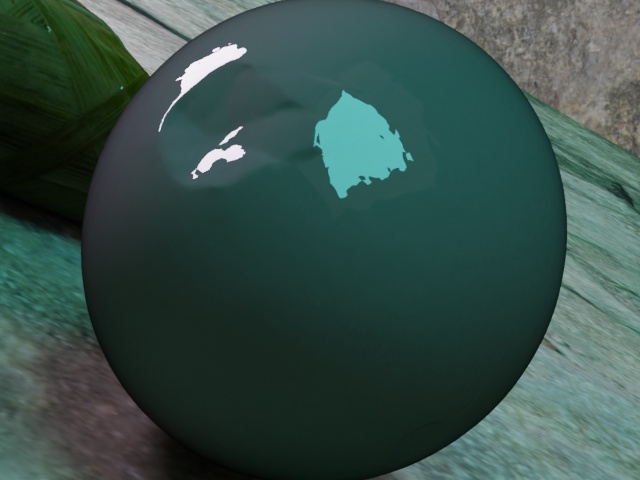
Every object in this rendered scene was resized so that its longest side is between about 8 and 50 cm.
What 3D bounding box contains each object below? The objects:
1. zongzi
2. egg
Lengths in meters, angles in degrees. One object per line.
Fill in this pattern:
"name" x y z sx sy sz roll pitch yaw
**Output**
"zongzi" -0.131 -0.055 0.814 0.197 0.099 0.194 42 17 26
"egg" 0.000 0.000 0.656 0.176 0.176 0.232 29 18 9
